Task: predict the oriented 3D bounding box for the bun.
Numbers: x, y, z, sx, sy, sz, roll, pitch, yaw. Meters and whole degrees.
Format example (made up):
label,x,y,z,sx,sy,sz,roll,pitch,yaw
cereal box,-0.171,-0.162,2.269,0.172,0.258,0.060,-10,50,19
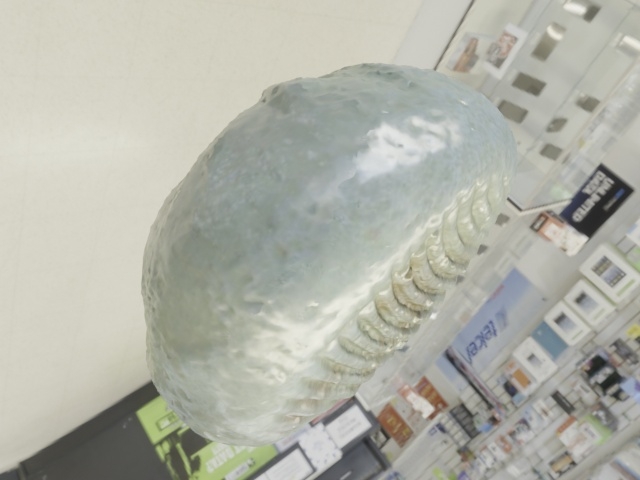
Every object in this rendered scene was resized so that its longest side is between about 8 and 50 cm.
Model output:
label,x,y,z,sx,sy,sz,roll,pitch,yaw
bun,0.000,0.000,0.498,0.362,0.211,0.361,-36,156,-19
